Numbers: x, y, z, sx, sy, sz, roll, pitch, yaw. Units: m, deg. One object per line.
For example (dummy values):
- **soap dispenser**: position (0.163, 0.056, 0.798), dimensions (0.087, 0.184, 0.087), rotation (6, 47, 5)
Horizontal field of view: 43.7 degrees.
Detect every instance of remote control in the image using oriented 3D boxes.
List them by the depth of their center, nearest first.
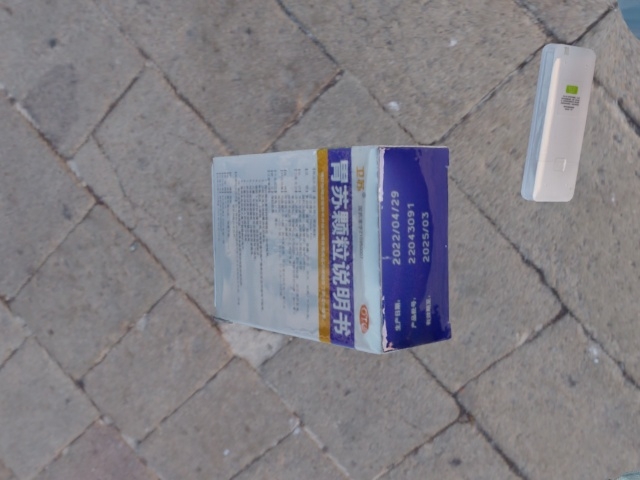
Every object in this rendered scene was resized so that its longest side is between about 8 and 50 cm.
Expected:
- **remote control**: position (0.384, -0.186, 1.288), dimensions (0.034, 0.103, 0.250), rotation (23, 112, 55)

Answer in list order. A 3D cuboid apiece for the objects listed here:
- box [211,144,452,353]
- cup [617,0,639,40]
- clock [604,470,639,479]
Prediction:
- **box**: position (0.000, 0.000, 0.882), dimensions (0.299, 0.106, 0.200), rotation (4, 96, 50)
- **cup**: position (0.609, -0.394, 1.070), dimensions (0.257, 0.311, 0.331), rotation (43, 88, -22)
- **clock**: position (0.227, 0.301, 0.659), dimensions (0.053, 0.236, 0.236), rotation (22, 112, -4)
